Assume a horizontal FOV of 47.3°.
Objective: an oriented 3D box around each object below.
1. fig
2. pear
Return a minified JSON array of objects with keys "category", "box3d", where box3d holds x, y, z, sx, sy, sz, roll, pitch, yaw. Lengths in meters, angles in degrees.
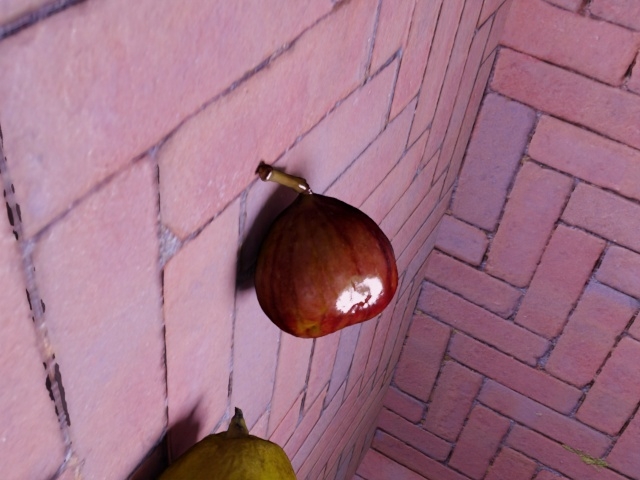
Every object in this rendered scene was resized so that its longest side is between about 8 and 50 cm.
[{"category":"fig","box3d":[-0.003,0.004,1.022,0.186,0.204,0.249,-157,-125,-76]},{"category":"pear","box3d":[-0.143,0.424,1.020,0.287,0.287,0.375,56,41,-71]}]
